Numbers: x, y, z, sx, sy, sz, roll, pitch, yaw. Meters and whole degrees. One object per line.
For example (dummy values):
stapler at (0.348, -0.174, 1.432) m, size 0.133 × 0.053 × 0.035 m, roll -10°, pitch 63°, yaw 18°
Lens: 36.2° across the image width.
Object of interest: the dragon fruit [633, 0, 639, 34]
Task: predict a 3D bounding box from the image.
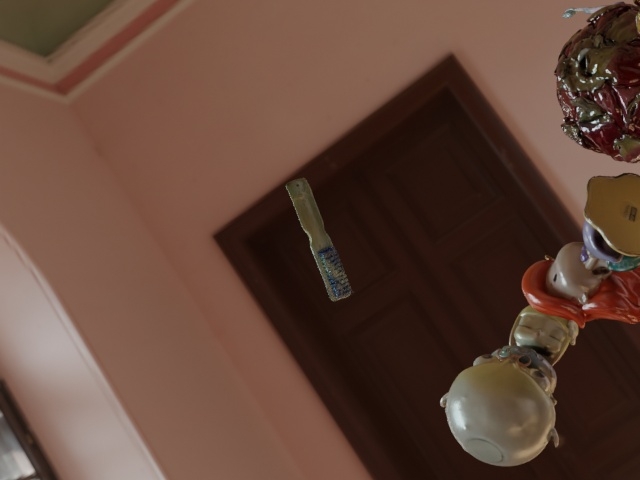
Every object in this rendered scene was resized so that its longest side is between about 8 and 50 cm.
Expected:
dragon fruit at (0.488, -0.324, 1.407) m, size 0.094 × 0.190 × 0.094 m, roll -36°, pitch 26°, yaw 21°

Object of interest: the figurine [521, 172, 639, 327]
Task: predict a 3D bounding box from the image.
figurine at (0.456, 0.042, 1.565) m, size 0.208 × 0.181 × 0.257 m, roll -9°, pitch -34°, yaw -18°

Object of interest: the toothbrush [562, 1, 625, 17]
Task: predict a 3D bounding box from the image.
toothbrush at (0.684, -0.581, 2.463) m, size 0.027 × 0.021 × 0.269 m, roll -53°, pitch 17°, yaw -4°

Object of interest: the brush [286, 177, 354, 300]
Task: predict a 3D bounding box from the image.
brush at (0.000, 0.000, 1.340) m, size 0.033 × 0.179 × 0.030 m, roll -24°, pitch 8°, yaw -13°

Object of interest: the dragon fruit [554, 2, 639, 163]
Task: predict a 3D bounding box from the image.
dragon fruit at (0.602, -0.296, 1.836) m, size 0.329 × 0.329 × 0.329 m, roll -32°, pitch -12°, yaw -7°

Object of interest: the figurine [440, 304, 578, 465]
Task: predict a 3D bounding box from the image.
figurine at (0.384, 0.269, 1.890) m, size 0.394 × 0.226 × 0.275 m, roll -55°, pitch -26°, yaw -38°
